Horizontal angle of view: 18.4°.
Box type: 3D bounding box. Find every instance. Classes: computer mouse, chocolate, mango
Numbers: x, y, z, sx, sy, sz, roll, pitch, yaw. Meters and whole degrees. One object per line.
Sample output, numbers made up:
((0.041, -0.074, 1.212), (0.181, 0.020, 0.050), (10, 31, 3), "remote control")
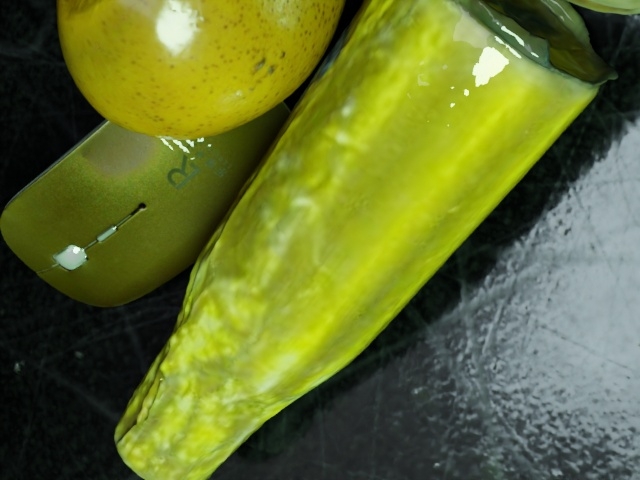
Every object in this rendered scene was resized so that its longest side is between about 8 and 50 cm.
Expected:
((-0.127, -0.038, 1.442), (0.245, 0.056, 0.126), (-36, 114, 24), "computer mouse")
((0.000, 0.000, 1.345), (0.162, 0.162, 0.445), (46, 113, 16), "chocolate")
((-0.064, -0.202, 1.307), (0.160, 0.191, 0.290), (3, 75, 45), "mango")

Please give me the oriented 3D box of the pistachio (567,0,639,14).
((0.157, -0.218, 1.269), (0.124, 0.124, 0.185), (-45, 79, 22), "pistachio")
